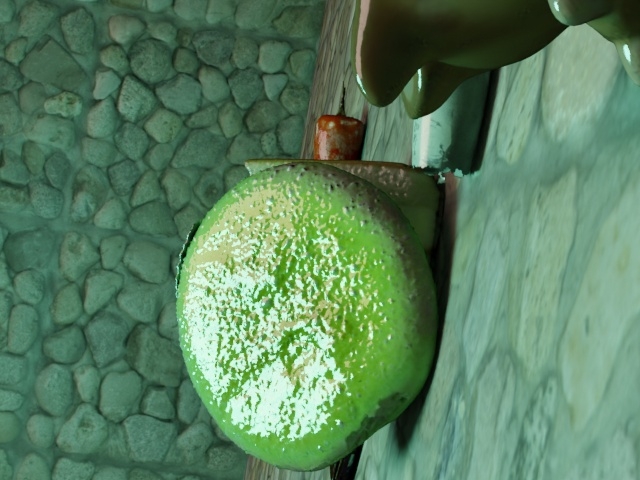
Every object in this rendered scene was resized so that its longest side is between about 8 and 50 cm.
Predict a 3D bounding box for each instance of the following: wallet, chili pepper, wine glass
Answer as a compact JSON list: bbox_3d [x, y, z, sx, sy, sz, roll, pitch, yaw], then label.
[{"bbox_3d":[0.028,0.197,1.220,0.232,0.031,0.122,-95,18,-65],"label":"wallet"},{"bbox_3d":[0.029,-0.167,1.586,0.086,0.084,0.192,172,104,-66],"label":"chili pepper"},{"bbox_3d":[0.119,-0.177,0.828,0.074,0.074,0.262,-163,81,-84],"label":"wine glass"}]

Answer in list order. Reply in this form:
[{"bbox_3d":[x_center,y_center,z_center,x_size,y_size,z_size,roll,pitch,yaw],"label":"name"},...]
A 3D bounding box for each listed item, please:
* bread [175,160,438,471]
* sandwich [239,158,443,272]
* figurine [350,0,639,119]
[{"bbox_3d":[-0.029,0.066,0.923,0.045,0.301,0.301,4,-83,-57],"label":"bread"},{"bbox_3d":[0.000,-0.001,1.013,0.227,0.198,0.155,124,156,-76],"label":"sandwich"},{"bbox_3d":[0.092,-0.134,0.399,0.247,0.177,0.173,-23,31,27],"label":"figurine"}]
